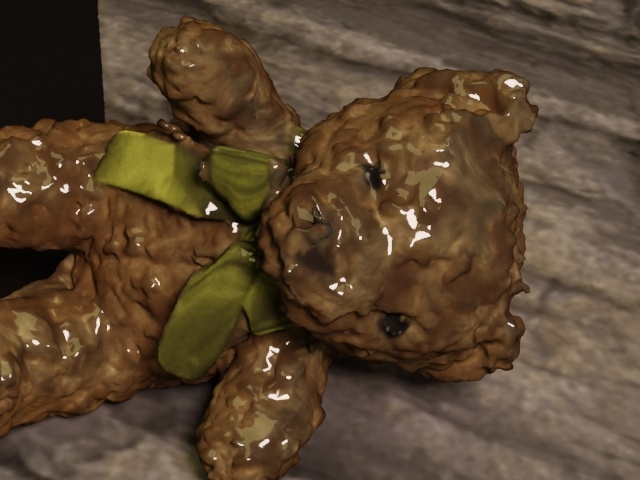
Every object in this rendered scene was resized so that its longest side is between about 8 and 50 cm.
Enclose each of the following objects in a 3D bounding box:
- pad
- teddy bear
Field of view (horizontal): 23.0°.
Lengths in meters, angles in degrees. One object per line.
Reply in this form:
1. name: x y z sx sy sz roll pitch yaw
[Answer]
1. pad: -0.264 -0.076 1.028 0.248 0.007 0.367 -6 42 -6
2. teddy bear: -0.059 0.012 0.783 0.296 0.246 0.222 -7 1 -31
